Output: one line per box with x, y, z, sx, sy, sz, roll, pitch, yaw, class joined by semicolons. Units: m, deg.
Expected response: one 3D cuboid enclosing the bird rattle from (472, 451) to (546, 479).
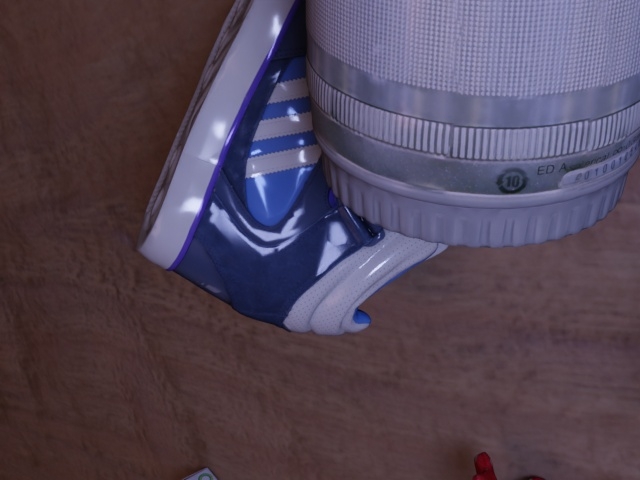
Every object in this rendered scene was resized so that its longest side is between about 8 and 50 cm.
0.123;0.304;1.025;0.207;0.143;0.253;177;88;-66;bird rattle

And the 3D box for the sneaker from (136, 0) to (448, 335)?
0.014;-0.081;0.991;0.323;0.236;0.130;-66;15;-1;sneaker

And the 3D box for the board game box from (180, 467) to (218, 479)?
-0.082;0.449;1.478;0.305;0.053;0.193;44;139;28;board game box

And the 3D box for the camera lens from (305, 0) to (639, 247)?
0.100;-0.162;0.723;0.219;0.219;0.274;30;132;40;camera lens
